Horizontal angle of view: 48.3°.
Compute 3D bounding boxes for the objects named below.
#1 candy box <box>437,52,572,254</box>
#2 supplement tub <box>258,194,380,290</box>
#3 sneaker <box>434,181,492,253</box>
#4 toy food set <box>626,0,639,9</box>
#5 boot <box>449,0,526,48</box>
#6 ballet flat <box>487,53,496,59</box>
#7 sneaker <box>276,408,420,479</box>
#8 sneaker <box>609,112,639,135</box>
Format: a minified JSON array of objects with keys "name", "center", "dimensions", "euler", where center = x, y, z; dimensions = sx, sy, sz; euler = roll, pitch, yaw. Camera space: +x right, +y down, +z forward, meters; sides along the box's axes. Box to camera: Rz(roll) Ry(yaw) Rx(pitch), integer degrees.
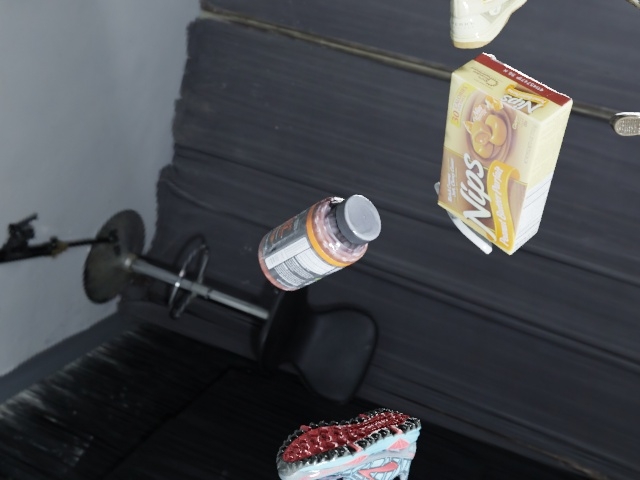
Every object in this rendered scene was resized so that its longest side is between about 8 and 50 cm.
[{"name":"candy box","center":[0.308,-0.143,1.245],"dimensions":[0.087,0.183,0.316],"euler":[-35,146,-23]},{"name":"supplement tub","center":[0.000,0.000,1.078],"dimensions":[0.198,0.106,0.106],"euler":[-29,-160,44]},{"name":"sneaker","center":[0.413,-0.099,1.879],"dimensions":[0.147,0.296,0.104],"euler":[-40,129,17]},{"name":"toy food set","center":[0.663,-0.560,1.450],"dimensions":[0.038,0.132,0.192],"euler":[-28,144,-6]},{"name":"boot","center":[0.264,-0.460,1.134],"dimensions":[0.262,0.095,0.203],"euler":[-53,139,-29]},{"name":"ballet flat","center":[0.468,-0.418,1.968],"dimensions":[0.232,0.080,0.073],"euler":[71,25,-60]},{"name":"sneaker","center":[0.050,0.327,1.022],"dimensions":[0.261,0.104,0.125],"euler":[0,96,-40]},{"name":"sneaker","center":[0.772,-0.275,1.665],"dimensions":[0.071,0.188,0.066],"euler":[-83,179,-64]}]
